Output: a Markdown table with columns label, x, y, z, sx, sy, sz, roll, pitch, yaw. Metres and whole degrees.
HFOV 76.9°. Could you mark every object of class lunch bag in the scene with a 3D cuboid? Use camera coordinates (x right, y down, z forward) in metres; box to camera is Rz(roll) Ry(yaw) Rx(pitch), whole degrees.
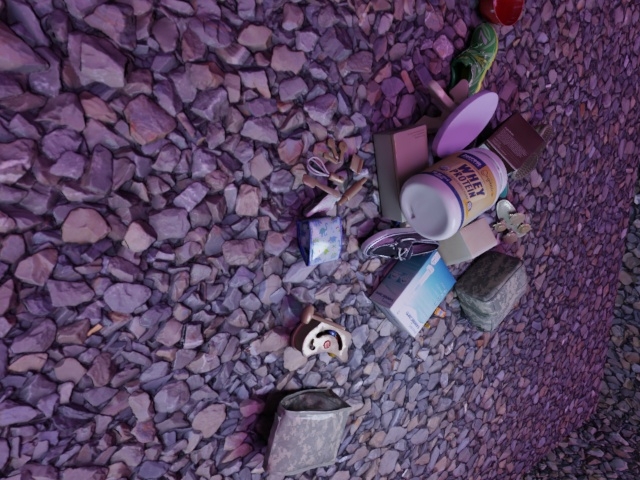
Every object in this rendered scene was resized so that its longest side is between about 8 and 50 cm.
| label | x | y | z | sx | sy | sz | roll | pitch | yaw |
| --- | --- | --- | --- | --- | --- | --- | --- | --- | --- |
| lunch bag | 0.000 | 0.000 | 1.310 | 0.129 | 0.096 | 0.151 | -13 | 100 | -31 |
| lunch bag | -0.065 | 0.662 | 1.410 | 0.287 | 0.169 | 0.235 | 12 | 97 | -40 |
| lunch bag | 0.781 | 0.240 | 1.824 | 0.305 | 0.212 | 0.256 | -42 | 121 | -16 |

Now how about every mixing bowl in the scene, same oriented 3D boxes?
| label | x | y | z | sx | sy | sz | roll | pitch | yaw |
| --- | --- | --- | --- | --- | --- | --- | --- | --- | --- |
| mixing bowl | 0.657 | -0.884 | 1.494 | 0.181 | 0.098 | 0.181 | -9 | 107 | -31 |

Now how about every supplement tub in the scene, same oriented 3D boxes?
| label | x | y | z | sx | sy | sz | roll | pitch | yaw |
| --- | --- | --- | --- | --- | --- | --- | --- | --- | --- |
| supplement tub | 0.445 | -0.164 | 1.342 | 0.316 | 0.228 | 0.228 | -31 | 118 | -27 |

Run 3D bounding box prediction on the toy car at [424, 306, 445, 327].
| label | x | y | z | sx | sy | sz | roll | pitch | yaw |
| --- | --- | --- | --- | --- | --- | --- | --- | --- | --- |
| toy car | 0.511 | 0.350 | 1.781 | 0.122 | 0.040 | 0.060 | -49 | 127 | -11 |

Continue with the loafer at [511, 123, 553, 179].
| label | x | y | z | sx | sy | sz | roll | pitch | yaw |
| --- | --- | --- | --- | --- | --- | --- | --- | --- | --- |
| loafer | 0.940 | -0.402 | 1.828 | 0.102 | 0.092 | 0.268 | 19 | 109 | -32 |

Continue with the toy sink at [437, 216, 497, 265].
| label | x | y | z | sx | sy | sz | roll | pitch | yaw |
| --- | --- | --- | --- | --- | --- | --- | --- | --- | --- |
| toy sink | 0.563 | 0.010 | 1.649 | 0.152 | 0.234 | 0.131 | -24 | 86 | -25 |

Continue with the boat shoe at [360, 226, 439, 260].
| label | x | y | z | sx | sy | sz | roll | pitch | yaw |
| --- | --- | --- | --- | --- | --- | --- | --- | --- | --- |
| boat shoe | 0.297 | 0.024 | 1.473 | 0.301 | 0.102 | 0.108 | -8 | 140 | -22 |

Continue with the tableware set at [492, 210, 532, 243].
| label | x | y | z | sx | sy | sz | roll | pitch | yaw |
| --- | --- | --- | --- | --- | --- | --- | --- | --- | --- |
| tableware set | 0.895 | -0.058 | 1.870 | 0.141 | 0.020 | 0.168 | -33 | 121 | 27 |

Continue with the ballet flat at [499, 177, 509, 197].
| label | x | y | z | sx | sy | sz | roll | pitch | yaw |
| --- | --- | --- | --- | --- | --- | --- | --- | --- | --- |
| ballet flat | 0.791 | -0.285 | 1.771 | 0.068 | 0.072 | 0.213 | -48 | 123 | -18 |

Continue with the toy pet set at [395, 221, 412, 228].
| label | x | y | z | sx | sy | sz | roll | pitch | yaw |
| --- | --- | --- | --- | --- | --- | --- | --- | --- | --- |
| toy pet set | 0.298 | -0.046 | 1.531 | 0.122 | 0.065 | 0.114 | -4 | 138 | -26 |

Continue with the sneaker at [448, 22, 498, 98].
| label | x | y | z | sx | sy | sz | roll | pitch | yaw |
| --- | --- | --- | --- | --- | --- | --- | --- | --- | --- |
| sneaker | 0.560 | -0.662 | 1.486 | 0.123 | 0.109 | 0.296 | 14 | 96 | -39 |

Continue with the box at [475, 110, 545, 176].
| label | x | y | z | sx | sy | sz | roll | pitch | yaw |
| --- | --- | --- | --- | --- | --- | --- | --- | --- | --- |
| box | 0.732 | -0.365 | 1.613 | 0.203 | 0.168 | 0.167 | -42 | 88 | -16 |

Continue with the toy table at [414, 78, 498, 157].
| label | x | y | z | sx | sy | sz | roll | pitch | yaw |
| --- | --- | --- | --- | --- | --- | --- | --- | --- | --- |
| toy table | 0.459 | -0.436 | 1.413 | 0.274 | 0.161 | 0.252 | -36 | 143 | -4 |

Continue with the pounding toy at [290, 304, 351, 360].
| label | x | y | z | sx | sy | sz | roll | pitch | yaw |
| --- | --- | --- | --- | --- | --- | --- | --- | --- | --- |
| pounding toy | 0.008 | 0.343 | 1.375 | 0.269 | 0.155 | 0.154 | 41 | 75 | -35 |

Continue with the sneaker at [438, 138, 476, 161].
| label | x | y | z | sx | sy | sz | roll | pitch | yaw |
| --- | --- | --- | --- | --- | --- | --- | --- | --- | --- |
| sneaker | 0.532 | -0.284 | 1.586 | 0.146 | 0.122 | 0.330 | 22 | 89 | -54 |

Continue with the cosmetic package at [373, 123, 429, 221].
| label | x | y | z | sx | sy | sz | roll | pitch | yaw |
| --- | --- | --- | --- | --- | --- | --- | --- | --- | --- |
| cosmetic package | 0.293 | -0.239 | 1.428 | 0.160 | 0.113 | 0.309 | -24 | 114 | -27 |

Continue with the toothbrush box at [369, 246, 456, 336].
| label | x | y | z | sx | sy | sz | roll | pitch | yaw |
| --- | --- | --- | --- | --- | --- | --- | --- | --- | --- |
| toothbrush box | 0.368 | 0.193 | 1.589 | 0.295 | 0.126 | 0.216 | -51 | 125 | -12 |

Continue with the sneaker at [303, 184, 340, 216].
| label | x | y | z | sx | sy | sz | roll | pitch | yaw |
| --- | --- | --- | --- | --- | --- | --- | --- | --- | --- |
| sneaker | 0.010 | -0.117 | 1.310 | 0.152 | 0.053 | 0.061 | -39 | 124 | -19 |

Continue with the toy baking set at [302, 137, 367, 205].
| label | x | y | z | sx | sy | sz | roll | pitch | yaw |
| --- | --- | --- | --- | --- | --- | --- | --- | --- | --- |
| toy baking set | 0.046 | -0.212 | 1.290 | 0.197 | 0.030 | 0.256 | 50 | 57 | -16 |

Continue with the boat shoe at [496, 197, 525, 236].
| label | x | y | z | sx | sy | sz | roll | pitch | yaw |
| --- | --- | --- | --- | --- | --- | --- | --- | --- | --- |
| boat shoe | 0.889 | -0.116 | 1.894 | 0.233 | 0.084 | 0.079 | 46 | 38 | -27 |
